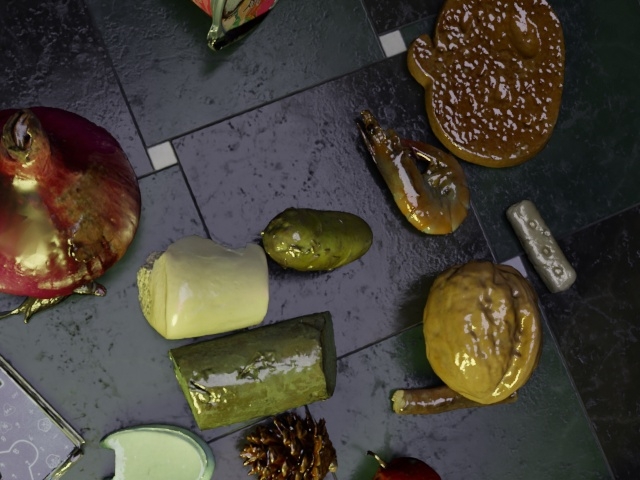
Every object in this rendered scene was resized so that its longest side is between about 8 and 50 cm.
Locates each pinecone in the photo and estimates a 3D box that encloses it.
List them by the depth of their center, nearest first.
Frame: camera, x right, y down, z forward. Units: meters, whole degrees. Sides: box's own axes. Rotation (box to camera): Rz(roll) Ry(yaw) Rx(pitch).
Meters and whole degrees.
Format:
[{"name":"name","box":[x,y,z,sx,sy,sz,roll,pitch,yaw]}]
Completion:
[{"name":"pinecone","box":[-0.055,0.380,1.826,0.173,0.173,0.173,1,83,-9]}]

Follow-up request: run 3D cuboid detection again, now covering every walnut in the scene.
[{"name":"walnut","box":[0.290,0.166,1.872,0.224,0.257,0.257,11,80,-43]}]

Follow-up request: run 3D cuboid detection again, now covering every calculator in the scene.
[{"name":"calculator","box":[-0.557,0.325,1.814,0.274,0.028,0.166,45,79,-2]}]

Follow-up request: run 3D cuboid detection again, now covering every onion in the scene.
[{"name":"onion","box":[-0.470,-0.090,1.696,0.348,0.385,0.348,3,64,-7]}]

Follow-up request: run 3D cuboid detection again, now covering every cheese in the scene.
[{"name":"cheese","box":[0.425,0.012,2.001,0.065,0.043,0.194,-32,91,-6]}]

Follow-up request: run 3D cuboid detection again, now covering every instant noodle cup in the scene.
[{"name":"instant noodle cup","box":[-0.176,-0.516,1.877,0.181,0.258,0.302,35,79,11]}]

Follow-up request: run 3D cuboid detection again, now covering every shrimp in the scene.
[{"name":"shrimp","box":[0.184,-0.143,1.969,0.152,0.063,0.287,-33,93,-13]}]

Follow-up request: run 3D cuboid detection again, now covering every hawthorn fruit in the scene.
[{"name":"hawthorn fruit","box":[0.143,0.454,1.849,0.157,0.157,0.194,-32,86,-11]}]

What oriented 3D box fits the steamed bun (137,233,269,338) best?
[{"name":"steamed bun","box":[-0.195,0.069,1.824,0.225,0.200,0.170,-5,108,-21]}]

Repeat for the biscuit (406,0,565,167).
[{"name":"biscuit","box":[0.319,-0.327,2.013,0.314,0.063,0.367,8,83,-6]}]

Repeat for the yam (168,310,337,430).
[{"name":"yam","box":[-0.104,0.228,1.826,0.304,0.168,0.168,-12,86,-10]}]

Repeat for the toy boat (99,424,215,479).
[{"name":"toy boat","box":[-0.289,0.395,1.837,0.207,0.079,0.134,-3,76,1]}]

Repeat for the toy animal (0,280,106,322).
[{"name":"toy animal","box":[-0.485,0.091,1.844,0.202,0.070,0.105,-5,97,-12]}]

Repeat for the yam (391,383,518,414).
[{"name":"yam","box":[0.253,0.291,1.935,0.241,0.057,0.057,-5,84,-9]}]

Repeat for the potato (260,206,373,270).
[{"name":"potato","box":[0.000,0.000,1.860,0.251,0.149,0.113,5,89,-53]}]
